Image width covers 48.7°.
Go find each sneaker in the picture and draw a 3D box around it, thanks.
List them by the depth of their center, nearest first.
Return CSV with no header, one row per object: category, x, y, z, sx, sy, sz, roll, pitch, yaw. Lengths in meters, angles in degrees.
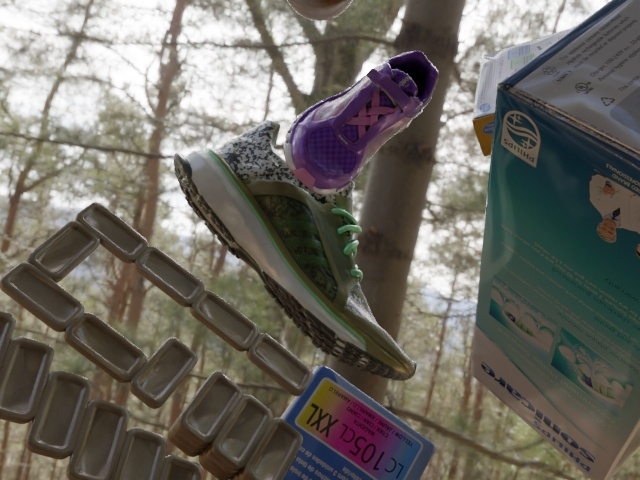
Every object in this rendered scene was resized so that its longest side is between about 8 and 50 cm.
sneaker,0.054,-0.143,0.788,0.095,0.236,0.105,50,-36,-7
sneaker,0.000,0.000,0.904,0.410,0.182,0.158,48,-13,4

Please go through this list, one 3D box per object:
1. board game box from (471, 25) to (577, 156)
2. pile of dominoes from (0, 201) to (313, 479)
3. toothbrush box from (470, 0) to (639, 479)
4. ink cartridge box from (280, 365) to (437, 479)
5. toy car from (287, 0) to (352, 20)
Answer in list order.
board game box,0.389,-0.242,1.025,0.317,0.242,0.064,-12,-58,25
pile of dominoes,-0.132,0.105,0.526,0.251,0.040,0.196,39,40,-3
toothbrush box,0.213,-0.010,0.424,0.126,0.216,0.295,41,-20,32
ink cartridge box,-0.071,0.353,0.687,0.151,0.395,0.270,34,-32,9
toy car,0.013,-0.323,0.690,0.136,0.181,0.159,-17,-27,0
